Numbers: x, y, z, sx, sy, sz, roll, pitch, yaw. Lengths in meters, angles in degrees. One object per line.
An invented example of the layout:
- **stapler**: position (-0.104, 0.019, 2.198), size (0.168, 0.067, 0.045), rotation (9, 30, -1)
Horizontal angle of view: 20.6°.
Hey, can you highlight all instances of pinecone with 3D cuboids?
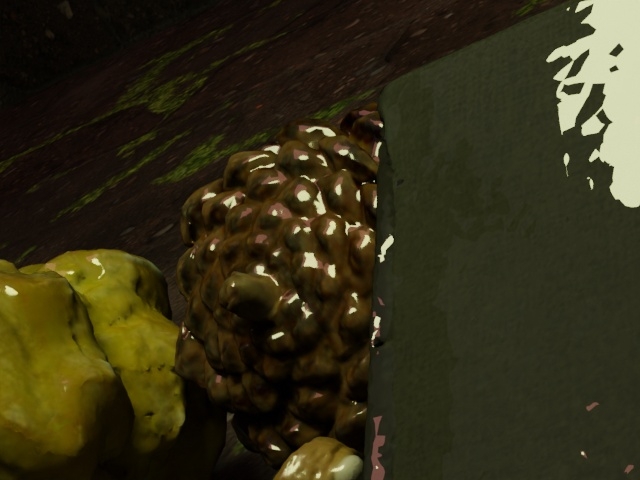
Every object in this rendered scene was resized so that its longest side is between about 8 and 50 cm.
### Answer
- **pinecone**: position (0.045, 0.029, 1.074), size (0.257, 0.243, 0.243), rotation (-16, 9, -22)

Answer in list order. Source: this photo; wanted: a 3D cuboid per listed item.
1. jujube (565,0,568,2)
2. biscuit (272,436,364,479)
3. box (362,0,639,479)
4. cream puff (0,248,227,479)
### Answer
- **jujube**: position (0.207, -0.087, 1.232), size (0.250, 0.174, 0.174), rotation (-42, 15, 5)
- **biscuit**: position (-0.067, 0.235, 0.782), size (0.049, 0.197, 0.301), rotation (25, 50, 30)
- **box**: position (0.209, 0.029, 0.630), size (0.345, 0.204, 0.251), rotation (-21, 52, 34)
- **cream puff**: position (-0.176, 0.129, 1.156), size (0.257, 0.291, 0.324), rotation (-12, -21, -26)
